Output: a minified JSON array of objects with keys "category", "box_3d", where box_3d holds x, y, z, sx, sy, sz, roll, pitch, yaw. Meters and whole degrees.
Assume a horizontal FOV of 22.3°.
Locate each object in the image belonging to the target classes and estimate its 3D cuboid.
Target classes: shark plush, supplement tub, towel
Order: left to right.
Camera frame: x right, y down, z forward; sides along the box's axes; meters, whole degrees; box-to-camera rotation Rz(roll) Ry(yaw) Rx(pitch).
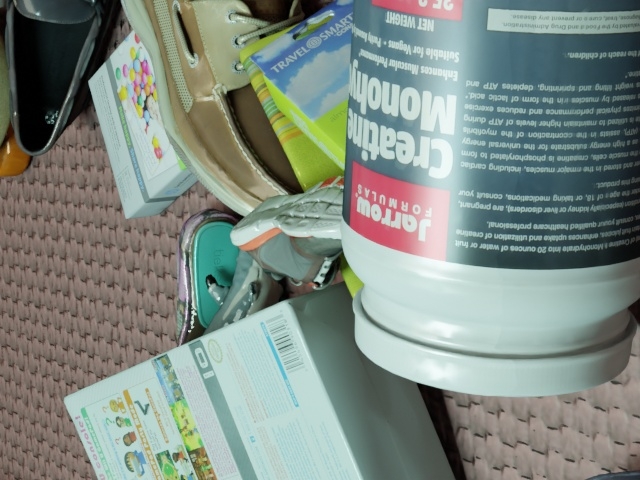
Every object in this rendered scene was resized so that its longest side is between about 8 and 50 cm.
[{"category":"shark plush","box_3d":[-0.073,0.045,1.358,0.067,0.073,0.161,9,101,27]},{"category":"towel","box_3d":[0.030,-0.061,1.167,0.021,0.102,0.237,75,171,-67]},{"category":"supplement tub","box_3d":[0.110,-0.065,0.949,0.191,0.191,0.272,25,118,52]}]

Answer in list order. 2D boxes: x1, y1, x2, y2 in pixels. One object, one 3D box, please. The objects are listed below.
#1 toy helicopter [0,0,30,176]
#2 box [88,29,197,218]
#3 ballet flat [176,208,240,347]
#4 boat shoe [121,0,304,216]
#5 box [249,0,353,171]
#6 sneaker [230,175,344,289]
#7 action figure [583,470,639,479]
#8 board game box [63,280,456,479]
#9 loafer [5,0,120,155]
[{"category":"toy helicopter","box_3d":[-0.408,-0.246,1.766,0.355,0.140,0.235,63,141,31]},{"category":"box","box_3d":[-0.144,-0.118,1.473,0.186,0.038,0.145,-33,70,54]},{"category":"ballet flat","box_3d":[-0.096,0.082,1.425,0.079,0.077,0.221,-166,75,-75]},{"category":"boat shoe","box_3d":[-0.066,-0.147,1.272,0.324,0.123,0.116,59,139,28]},{"category":"box","box_3d":[0.040,-0.100,1.123,0.178,0.109,0.042,46,167,43]},{"category":"sneaker","box_3d":[0.000,0.000,1.105,0.065,0.061,0.158,55,156,-15]},{"category":"action figure","box_3d":[0.208,0.273,0.930,0.285,0.099,0.185,-116,16,-48]},{"category":"board game box","box_3d":[-0.047,0.177,1.258,0.303,0.097,0.224,-24,86,45]},{"category":"loafer","box_3d":[-0.244,-0.208,1.523,0.095,0.109,0.302,-84,7,-46]}]
